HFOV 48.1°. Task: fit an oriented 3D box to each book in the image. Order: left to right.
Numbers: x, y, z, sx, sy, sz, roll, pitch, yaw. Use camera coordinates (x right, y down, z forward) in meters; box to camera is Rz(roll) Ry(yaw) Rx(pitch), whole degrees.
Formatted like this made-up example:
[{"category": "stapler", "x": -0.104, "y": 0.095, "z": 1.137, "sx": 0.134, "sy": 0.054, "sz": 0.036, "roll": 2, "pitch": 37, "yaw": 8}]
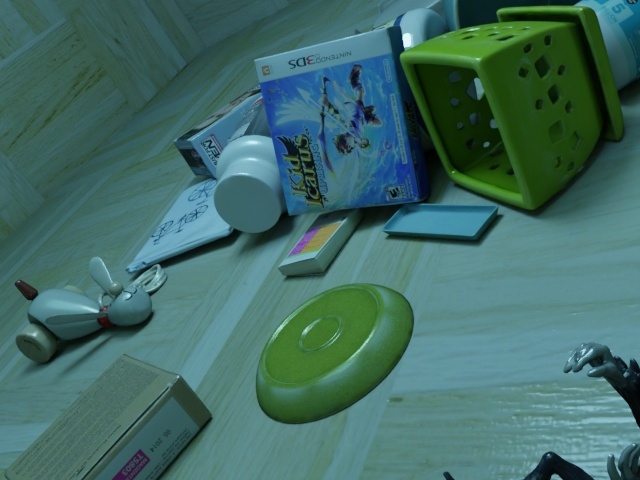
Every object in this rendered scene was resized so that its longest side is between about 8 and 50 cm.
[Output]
[{"category": "book", "x": 0.000, "y": 0.000, "z": 1.200, "sx": 0.096, "sy": 0.035, "sz": 0.144, "roll": -9, "pitch": 33, "yaw": 44}]

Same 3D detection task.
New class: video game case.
[{"category": "video game case", "x": 0.033, "y": -0.185, "z": 1.162, "sx": 0.244, "sy": 0.270, "sz": 0.061, "roll": -5, "pitch": 14, "yaw": 31}]

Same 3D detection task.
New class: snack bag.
[{"category": "snack bag", "x": -0.250, "y": -0.067, "z": 1.614, "sx": 0.323, "sy": 0.037, "sz": 0.343, "roll": -19, "pitch": 28, "yaw": 30}]

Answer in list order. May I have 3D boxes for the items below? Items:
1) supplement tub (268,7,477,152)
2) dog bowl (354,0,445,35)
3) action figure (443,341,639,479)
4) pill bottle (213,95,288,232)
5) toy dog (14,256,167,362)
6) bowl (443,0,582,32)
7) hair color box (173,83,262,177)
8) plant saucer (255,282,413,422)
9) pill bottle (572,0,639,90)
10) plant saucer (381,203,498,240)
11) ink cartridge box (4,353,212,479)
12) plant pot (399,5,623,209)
[{"category": "supplement tub", "x": 0.090, "y": -0.246, "z": 1.286, "sx": 0.324, "sy": 0.235, "sz": 0.235, "roll": -17, "pitch": 30, "yaw": 32}, {"category": "dog bowl", "x": 0.259, "y": -0.576, "z": 1.827, "sx": 0.348, "sy": 0.102, "sz": 0.349, "roll": -27, "pitch": 26, "yaw": 14}, {"category": "action figure", "x": 0.227, "y": 0.163, "z": 0.514, "sx": 0.275, "sy": 0.141, "sz": 0.164, "roll": -30, "pitch": 14, "yaw": 12}, {"category": "pill bottle", "x": -0.104, "y": -0.156, "z": 1.431, "sx": 0.176, "sy": 0.176, "sz": 0.319, "roll": -21, "pitch": 28, "yaw": 26}, {"category": "toy dog", "x": -0.489, "y": 0.116, "z": 1.427, "sx": 0.333, "sy": 0.161, "sz": 0.220, "roll": -26, "pitch": 26, "yaw": 16}, {"category": "bowl", "x": 0.328, "y": -0.398, "z": 1.186, "sx": 0.311, "sy": 0.312, "sz": 0.163, "roll": -36, "pitch": 23, "yaw": -4}, {"category": "hair color box", "x": -0.174, "y": -0.309, "z": 1.821, "sx": 0.374, "sy": 0.114, "sz": 0.185, "roll": -38, "pitch": 20, "yaw": -16}, {"category": "plant saucer", "x": 0.007, "y": 0.133, "z": 0.948, "sx": 0.240, "sy": 0.037, "sz": 0.241, "roll": -27, "pitch": 25, "yaw": 14}, {"category": "pill bottle", "x": 0.502, "y": -0.343, "z": 1.068, "sx": 0.264, "sy": 0.146, "sz": 0.146, "roll": -32, "pitch": 25, "yaw": 5}, {"category": "plant saucer", "x": 0.173, "y": -0.027, "z": 1.056, "sx": 0.067, "sy": 0.018, "sz": 0.192, "roll": -46, "pitch": 27, "yaw": -25}, {"category": "ink cartridge box", "x": -0.293, "y": 0.280, "z": 0.988, "sx": 0.193, "sy": 0.088, "sz": 0.235, "roll": 5, "pitch": 45, "yaw": 52}, {"category": "plant pot", "x": 0.279, "y": -0.205, "z": 1.013, "sx": 0.207, "sy": 0.228, "sz": 0.227, "roll": -31, "pitch": 24, "yaw": -11}]
